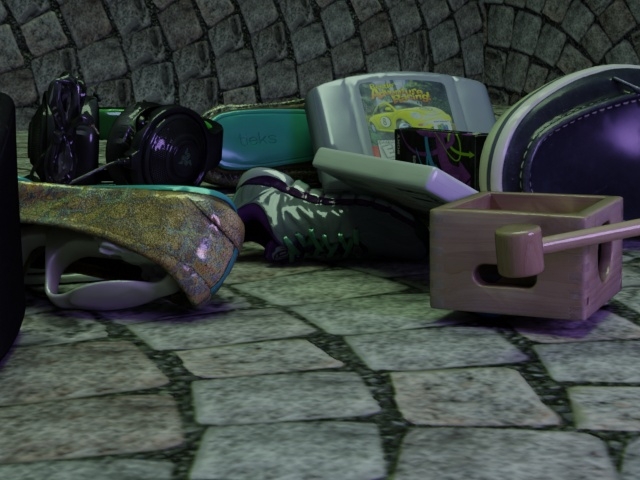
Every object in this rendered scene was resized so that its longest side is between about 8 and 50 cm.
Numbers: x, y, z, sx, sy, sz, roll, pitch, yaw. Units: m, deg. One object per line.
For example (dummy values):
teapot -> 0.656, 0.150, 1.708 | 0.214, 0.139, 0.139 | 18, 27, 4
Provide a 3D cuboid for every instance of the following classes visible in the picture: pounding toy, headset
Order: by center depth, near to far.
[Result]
pounding toy -> 0.177, 0.022, 0.908 | 0.181, 0.094, 0.206 | 4, 11, 27
headset -> -0.265, -0.146, 1.492 | 0.244, 0.185, 0.394 | 7, 16, 8

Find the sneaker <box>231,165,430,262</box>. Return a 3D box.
sneaker -> 0.000, 0.000, 1.194 | 0.224, 0.083, 0.098 | 16, 54, 23

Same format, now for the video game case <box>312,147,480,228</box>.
video game case -> 0.125, -0.031, 1.154 | 0.206, 0.026, 0.227 | 27, -4, -28

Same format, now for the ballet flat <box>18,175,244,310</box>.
ballet flat -> -0.239, 0.003, 1.015 | 0.349, 0.123, 0.123 | 5, 11, 18

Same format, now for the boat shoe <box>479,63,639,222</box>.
boat shoe -> 0.405, -0.093, 1.272 | 0.500, 0.186, 0.156 | -3, 15, -24

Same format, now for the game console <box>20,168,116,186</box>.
game console -> -0.412, -0.071, 1.644 | 0.362, 0.043, 0.213 | 0, 10, -7

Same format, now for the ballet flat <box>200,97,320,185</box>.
ballet flat -> 0.016, -0.159, 1.864 | 0.483, 0.164, 0.182 | -5, -6, -15

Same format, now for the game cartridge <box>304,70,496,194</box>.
game cartridge -> 0.130, -0.165, 1.755 | 0.294, 0.196, 0.060 | -4, -32, -15

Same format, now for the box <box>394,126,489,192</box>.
box -> 0.148, -0.078, 1.434 | 0.029, 0.116, 0.162 | -8, 11, -30

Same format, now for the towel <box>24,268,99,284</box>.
towel -> -0.263, -0.003, 1.260 | 0.237, 0.037, 0.329 | -4, 11, -17

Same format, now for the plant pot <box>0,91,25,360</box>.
plant pot -> -0.299, 0.012, 0.800 | 0.188, 0.187, 0.167 | -3, 23, -16
